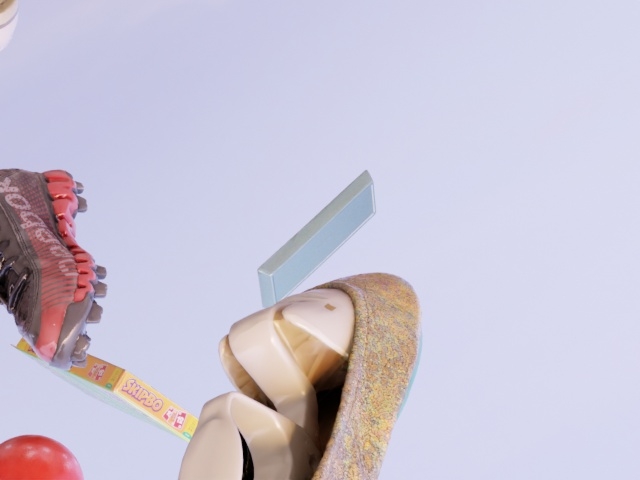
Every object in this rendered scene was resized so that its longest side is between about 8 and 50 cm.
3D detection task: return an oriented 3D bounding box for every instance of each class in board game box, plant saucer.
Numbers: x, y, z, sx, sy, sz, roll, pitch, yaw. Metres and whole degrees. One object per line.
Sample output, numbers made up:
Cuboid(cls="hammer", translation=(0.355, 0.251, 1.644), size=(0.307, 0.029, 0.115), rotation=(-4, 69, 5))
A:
Cuboid(cls="board game box", translation=(-0.247, 0.161, 2.042), size=(0.259, 0.124, 0.039), rotation=(11, -113, 52))
Cuboid(cls="plant saucer", translation=(0.000, 0.000, 2.030), size=(0.018, 0.067, 0.192), rotation=(29, -124, 28))

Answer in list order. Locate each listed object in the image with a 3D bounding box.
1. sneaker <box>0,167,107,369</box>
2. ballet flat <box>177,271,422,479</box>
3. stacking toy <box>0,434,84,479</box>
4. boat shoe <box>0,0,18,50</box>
Cuboid(cls="sneaker", translation=(-0.271, 0.020, 1.619), size=(0.098, 0.135, 0.276), rotation=(-65, -153, 26))
Cuboid(cls="ballet flat", translation=(-0.019, 0.106, 1.021), size=(0.123, 0.123, 0.348), rotation=(-22, -149, 28))
Cuboid(cls="stacking toy", translation=(-0.251, 0.314, 1.443), size=(0.141, 0.141, 0.330), rotation=(-18, -128, 38))
Cuboid(cls="boat shoe", translation=(-0.379, -0.168, 1.419), size=(0.302, 0.103, 0.113), rotation=(4, -140, 9))
